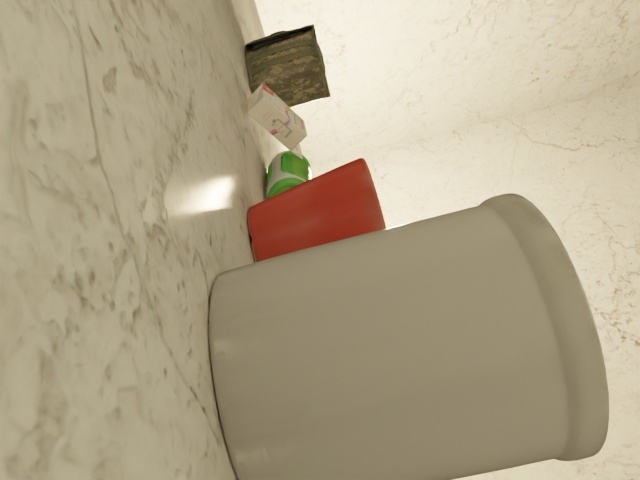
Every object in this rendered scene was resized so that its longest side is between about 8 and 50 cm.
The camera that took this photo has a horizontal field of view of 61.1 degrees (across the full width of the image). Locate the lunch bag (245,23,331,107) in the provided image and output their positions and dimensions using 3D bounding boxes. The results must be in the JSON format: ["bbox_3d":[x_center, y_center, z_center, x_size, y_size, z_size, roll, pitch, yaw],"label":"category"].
[{"bbox_3d":[-0.110,-0.567,1.715,0.169,0.235,0.287,69,8,-55],"label":"lunch bag"}]

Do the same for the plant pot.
[{"bbox_3d":[0.000,0.000,1.060,0.275,0.243,0.275,-13,90,-87],"label":"plant pot"}]

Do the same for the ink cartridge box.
[{"bbox_3d":[-0.102,-0.320,1.465,0.198,0.067,0.115,39,22,-28],"label":"ink cartridge box"}]

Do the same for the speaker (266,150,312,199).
[{"bbox_3d":[-0.081,-0.151,1.453,0.297,0.131,0.131,-98,175,-65],"label":"speaker"}]

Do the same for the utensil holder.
[{"bbox_3d":[0.091,0.143,0.690,0.327,0.385,0.328,-13,90,-87],"label":"utensil holder"}]
